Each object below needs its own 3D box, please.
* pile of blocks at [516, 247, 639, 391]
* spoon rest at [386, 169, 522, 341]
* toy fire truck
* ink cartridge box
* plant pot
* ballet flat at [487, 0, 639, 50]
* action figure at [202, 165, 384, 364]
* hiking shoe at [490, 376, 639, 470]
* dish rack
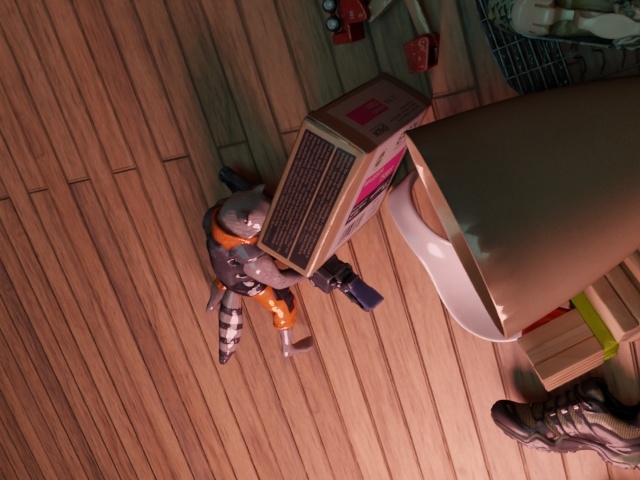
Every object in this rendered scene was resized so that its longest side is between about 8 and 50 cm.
[{"bbox_3d":[0.386,0.051,0.824,0.362,0.149,0.112,-42,59,30],"label":"pile of blocks"},{"bbox_3d":[0.192,0.030,0.926,0.276,0.084,0.137,47,127,2],"label":"spoon rest"},{"bbox_3d":[0.071,-0.305,0.852,0.135,0.047,0.192,-1,112,29],"label":"toy fire truck"},{"bbox_3d":[0.034,-0.090,0.863,0.088,0.235,0.193,33,126,11],"label":"ink cartridge box"},{"bbox_3d":[0.270,-0.064,0.736,0.274,0.256,0.256,-25,100,7],"label":"plant pot"},{"bbox_3d":[0.257,-0.232,0.688,0.188,0.070,0.070,13,119,26],"label":"ballet flat"},{"bbox_3d":[-0.081,0.062,1.018,0.341,0.178,0.330,36,146,31],"label":"action figure"},{"bbox_3d":[0.358,0.238,0.948,0.227,0.086,0.114,7,103,20],"label":"hiking shoe"},{"bbox_3d":[0.308,-0.274,0.722,0.272,0.074,0.208,-15,104,36],"label":"dish rack"}]
